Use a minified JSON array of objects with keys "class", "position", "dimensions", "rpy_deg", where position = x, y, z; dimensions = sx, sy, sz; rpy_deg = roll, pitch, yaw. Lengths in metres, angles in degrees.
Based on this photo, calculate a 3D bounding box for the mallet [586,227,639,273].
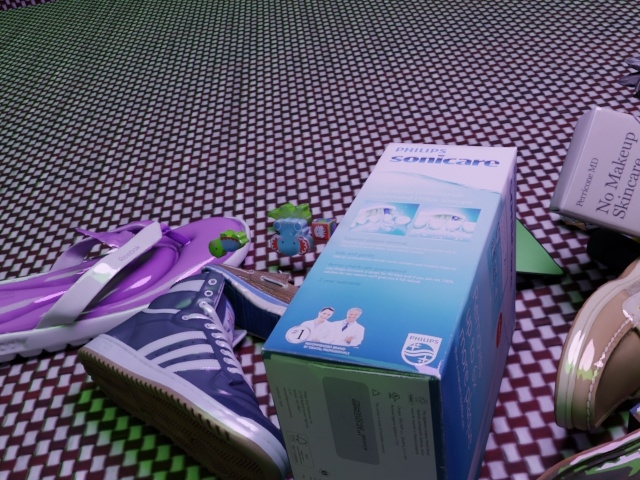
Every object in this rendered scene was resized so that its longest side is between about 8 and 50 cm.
[{"class":"mallet","position":[0.394,-0.008,0.819],"dimensions":[0.190,0.039,0.062],"rpy_deg":[-17,32,-17]}]

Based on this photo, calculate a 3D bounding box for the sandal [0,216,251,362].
[{"class":"sandal","position":[-0.279,0.041,0.867],"dimensions":[0.416,0.102,0.169],"rpy_deg":[-21,35,-16]}]

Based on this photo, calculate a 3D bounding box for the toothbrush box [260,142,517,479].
[{"class":"toothbrush box","position":[0.081,0.080,0.609],"dimensions":[0.126,0.216,0.295],"rpy_deg":[5,35,21]}]

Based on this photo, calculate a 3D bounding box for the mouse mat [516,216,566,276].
[{"class":"mouse mat","position":[0.184,-0.013,0.857],"dimensions":[0.153,0.007,0.189],"rpy_deg":[5,30,-17]}]

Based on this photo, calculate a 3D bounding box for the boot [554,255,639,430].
[{"class":"boot","position":[0.334,0.102,0.612],"dimensions":[0.203,0.095,0.262],"rpy_deg":[20,34,38]}]

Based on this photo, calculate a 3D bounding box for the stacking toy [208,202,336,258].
[{"class":"stacking toy","position":[0.000,0.000,0.864],"dimensions":[0.221,0.052,0.167],"rpy_deg":[5,17,26]}]

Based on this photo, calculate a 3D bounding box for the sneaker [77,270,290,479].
[{"class":"sneaker","position":[-0.100,0.120,0.704],"dimensions":[0.282,0.099,0.153],"rpy_deg":[18,44,40]}]

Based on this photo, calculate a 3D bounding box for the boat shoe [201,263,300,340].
[{"class":"boat shoe","position":[-0.057,0.069,0.808],"dimensions":[0.183,0.066,0.066],"rpy_deg":[28,41,33]}]

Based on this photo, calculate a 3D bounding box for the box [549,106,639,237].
[{"class":"box","position":[0.377,-0.038,0.705],"dimensions":[0.275,0.113,0.094],"rpy_deg":[17,6,9]}]

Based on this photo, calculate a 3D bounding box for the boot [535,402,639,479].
[{"class":"boot","position":[0.213,0.197,0.499],"dimensions":[0.219,0.082,0.106],"rpy_deg":[-38,48,-2]}]

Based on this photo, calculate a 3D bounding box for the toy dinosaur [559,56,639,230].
[{"class":"toy dinosaur","position":[0.432,-0.110,0.830],"dimensions":[0.322,0.164,0.218],"rpy_deg":[-7,29,24]}]
